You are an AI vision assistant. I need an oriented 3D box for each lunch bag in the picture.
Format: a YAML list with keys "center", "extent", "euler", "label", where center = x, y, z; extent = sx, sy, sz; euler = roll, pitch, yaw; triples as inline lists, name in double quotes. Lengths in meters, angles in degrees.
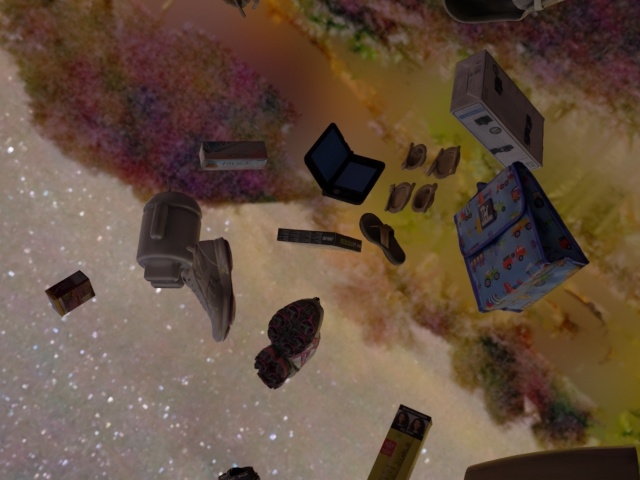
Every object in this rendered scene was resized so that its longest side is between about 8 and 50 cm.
- center: [0.422, -0.016, 1.453]
  extent: [0.138, 0.221, 0.293]
  euler: [4, -125, -29]
  label: "lunch bag"

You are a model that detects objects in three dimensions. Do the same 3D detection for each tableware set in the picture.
- center: [0.179, -0.110, 1.165]
  extent: [0.020, 0.141, 0.168]
  euler: [28, 174, -28]
  label: "tableware set"
- center: [-0.197, -0.593, 1.526]
  extent: [0.128, 0.039, 0.194]
  euler: [22, 170, -15]
  label: "tableware set"

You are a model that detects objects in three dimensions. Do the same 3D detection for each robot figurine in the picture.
- center: [-0.507, -0.018, 2.187]
  extent: [0.199, 0.354, 0.300]
  euler: [1, 159, 1]
  label: "robot figurine"

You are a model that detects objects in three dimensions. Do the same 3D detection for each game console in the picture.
- center: [0.044, -0.132, 1.102]
  extent: [0.107, 0.122, 0.071]
  euler: [18, 138, 19]
  label: "game console"

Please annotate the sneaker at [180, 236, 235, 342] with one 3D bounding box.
- center: [-0.326, 0.146, 1.891]
  extent: [0.114, 0.152, 0.305]
  euler: [103, 162, -78]
  label: "sneaker"

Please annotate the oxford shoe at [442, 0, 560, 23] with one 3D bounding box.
- center: [0.344, -0.395, 0.903]
  extent: [0.169, 0.130, 0.449]
  euler: [27, 167, -35]
  label: "oxford shoe"

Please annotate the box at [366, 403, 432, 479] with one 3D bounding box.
- center: [0.178, 0.506, 1.504]
  extent: [0.087, 0.232, 0.058]
  euler: [20, 155, 23]
  label: "box"

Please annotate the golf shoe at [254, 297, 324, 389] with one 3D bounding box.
- center: [-0.033, 0.134, 0.917]
  extent: [0.067, 0.186, 0.086]
  euler: [46, -133, 16]
  label: "golf shoe"

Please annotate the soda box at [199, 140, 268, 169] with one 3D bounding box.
- center: [-0.243, -0.238, 1.814]
  extent: [0.183, 0.058, 0.063]
  euler: [-4, -115, -22]
  label: "soda box"

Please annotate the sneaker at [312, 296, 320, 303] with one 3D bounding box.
- center: [-0.036, 0.212, 2.062]
  extent: [0.031, 0.083, 0.035]
  euler: [-121, 10, -54]
  label: "sneaker"

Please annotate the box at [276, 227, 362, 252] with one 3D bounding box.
- center: [0.000, 0.000, 1.880]
  extent: [0.190, 0.045, 0.184]
  euler: [5, 178, 27]
  label: "box"

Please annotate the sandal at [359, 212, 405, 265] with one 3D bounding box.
- center: [0.169, -0.007, 1.664]
  extent: [0.049, 0.072, 0.180]
  euler: [-19, 121, 48]
  label: "sandal"

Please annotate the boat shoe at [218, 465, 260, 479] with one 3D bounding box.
- center: [-0.185, 0.517, 1.424]
  extent: [0.046, 0.125, 0.038]
  euler: [-34, -77, -45]
  label: "boat shoe"

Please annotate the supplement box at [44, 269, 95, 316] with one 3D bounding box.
- center: [-0.524, 0.110, 1.358]
  extent: [0.043, 0.083, 0.055]
  euler: [32, 143, 33]
  label: "supplement box"

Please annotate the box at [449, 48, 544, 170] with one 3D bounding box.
- center: [0.443, -0.308, 1.602]
  extent: [0.087, 0.169, 0.290]
  euler: [-18, 140, 43]
  label: "box"

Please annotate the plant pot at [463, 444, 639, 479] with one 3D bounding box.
- center: [0.385, 0.462, 1.093]
  extent: [0.273, 0.257, 0.256]
  euler: [0, 169, 23]
  label: "plant pot"
